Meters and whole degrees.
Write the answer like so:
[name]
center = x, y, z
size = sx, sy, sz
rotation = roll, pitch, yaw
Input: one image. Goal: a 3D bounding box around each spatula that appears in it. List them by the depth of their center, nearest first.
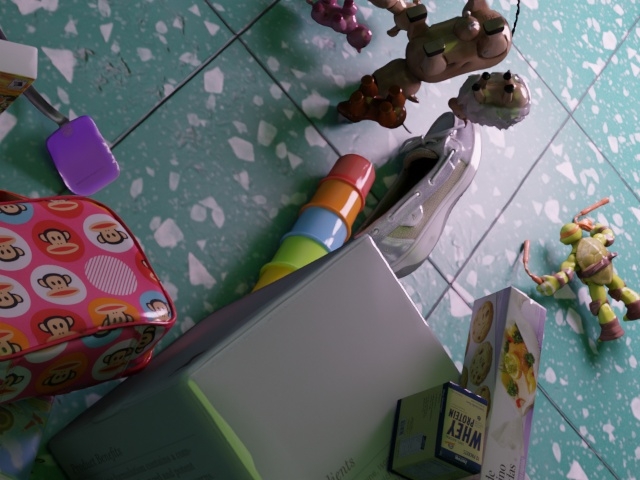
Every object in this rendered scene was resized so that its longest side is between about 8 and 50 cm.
[spatula]
center = -0.362, -0.187, 1.490
size = 0.296, 0.030, 0.084
rotation = 54, 52, -7

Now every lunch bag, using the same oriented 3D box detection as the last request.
[lunch bag]
center = -0.333, 0.046, 1.317
size = 0.293, 0.120, 0.258
rotation = -8, 53, -45

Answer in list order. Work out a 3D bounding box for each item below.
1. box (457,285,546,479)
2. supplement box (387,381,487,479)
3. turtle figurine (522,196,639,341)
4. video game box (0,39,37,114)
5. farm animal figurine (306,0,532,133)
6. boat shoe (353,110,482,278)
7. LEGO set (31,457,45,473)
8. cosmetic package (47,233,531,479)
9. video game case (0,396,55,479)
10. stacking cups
[box]
center = 0.187, 0.202, 1.290
size = 0.063, 0.067, 0.324
rotation = 32, 54, -24
[supplement box]
center = 0.121, 0.202, 1.223
size = 0.056, 0.083, 0.083
rotation = 28, 55, -27
[turtle figurine]
center = 0.467, 0.045, 1.980
size = 0.269, 0.087, 0.217
rotation = -35, 94, -41
[video game box]
center = -0.449, -0.181, 1.321
size = 0.205, 0.187, 0.048
rotation = 8, 70, -34
[farm animal figurine]
center = 0.149, -0.304, 1.826
size = 0.327, 0.172, 0.330
rotation = -4, 68, 5
[boat shoe]
center = 0.149, -0.088, 1.781
size = 0.103, 0.118, 0.320
rotation = 42, 58, -21
[LEGO set]
center = -0.352, 0.256, 1.322
size = 0.083, 0.023, 0.054
rotation = 10, 63, -19
[cosmetic package]
center = -0.026, 0.270, 1.355
size = 0.327, 0.329, 0.393
rotation = -37, 96, -41
[video game case]
center = -0.395, 0.156, 1.296
size = 0.212, 0.023, 0.193
rotation = 32, 41, -23
[stacking cups]
center = 0.000, 0.000, 1.643
size = 0.096, 0.096, 0.316
rotation = 44, 51, -14
